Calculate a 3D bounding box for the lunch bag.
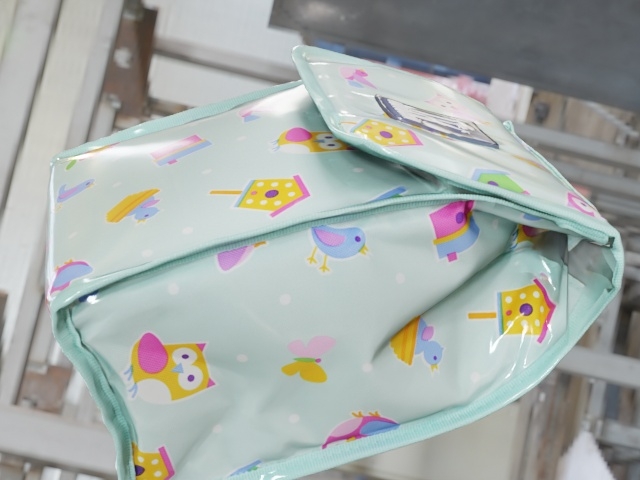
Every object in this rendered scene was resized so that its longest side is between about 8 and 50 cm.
[{"bbox_3d":[0.000,0.000,0.612,0.223,0.262,0.160,-117,8,-66],"label":"lunch bag"}]
